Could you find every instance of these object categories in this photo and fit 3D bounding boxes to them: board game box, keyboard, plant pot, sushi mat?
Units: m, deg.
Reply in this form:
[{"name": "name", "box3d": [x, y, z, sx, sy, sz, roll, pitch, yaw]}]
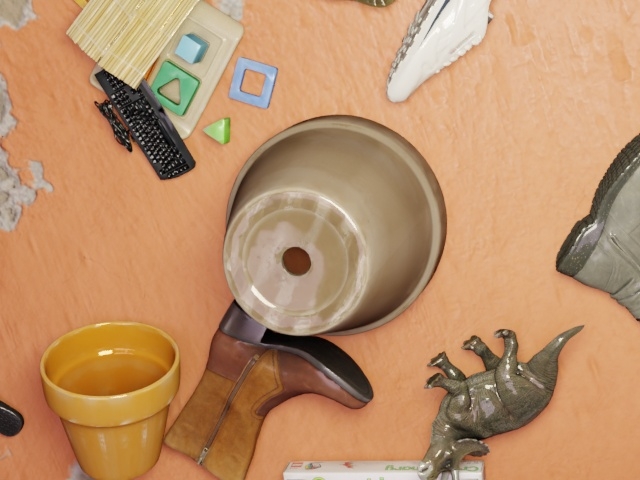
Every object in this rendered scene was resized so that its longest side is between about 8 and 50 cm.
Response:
[{"name": "board game box", "box3d": [0.103, 0.434, 1.581, 0.305, 0.053, 0.193, -4, 101, 13]}, {"name": "keyboard", "box3d": [-0.272, -0.168, 1.531, 0.100, 0.038, 0.192, -22, 107, 31]}, {"name": "plant pot", "box3d": [-0.314, 0.255, 1.578, 0.205, 0.205, 0.188, 7, 119, 11]}, {"name": "plant pot", "box3d": [0.000, 0.000, 1.402, 0.323, 0.280, 0.323, 2, 101, 11]}, {"name": "sushi mat", "box3d": [-0.224, -0.378, 1.471, 0.151, 0.019, 0.316, 41, 98, 17]}]

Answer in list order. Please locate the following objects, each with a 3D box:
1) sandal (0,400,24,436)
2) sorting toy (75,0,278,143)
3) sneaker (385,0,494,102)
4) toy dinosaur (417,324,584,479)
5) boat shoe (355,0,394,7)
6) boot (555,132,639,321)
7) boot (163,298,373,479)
[{"name": "sandal", "box3d": [-0.571, 0.263, 1.712, 0.179, 0.040, 0.067, 35, 112, -11]}, {"name": "sorting toy", "box3d": [-0.234, -0.274, 1.519, 0.347, 0.047, 0.196, 32, 106, 5]}, {"name": "sneaker", "box3d": [0.172, -0.280, 1.412, 0.094, 0.090, 0.235, 28, 112, -14]}, {"name": "toy dinosaur", "box3d": [0.251, 0.220, 1.488, 0.313, 0.121, 0.160, -35, 98, 4]}, {"name": "boat shoe", "box3d": [0.040, -0.365, 1.446, 0.153, 0.048, 0.056, 17, 117, 16]}, {"name": "boot", "box3d": [0.446, -0.021, 1.410, 0.161, 0.083, 0.247, 27, 111, -1]}, {"name": "boot", "box3d": [-0.083, 0.267, 1.569, 0.264, 0.096, 0.280, 27, 106, 6]}]
